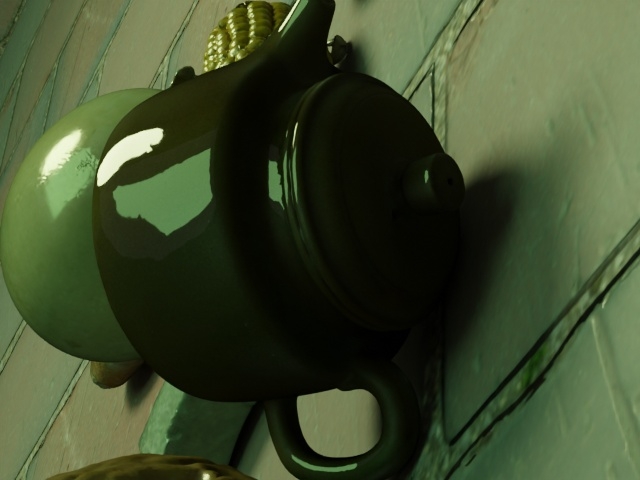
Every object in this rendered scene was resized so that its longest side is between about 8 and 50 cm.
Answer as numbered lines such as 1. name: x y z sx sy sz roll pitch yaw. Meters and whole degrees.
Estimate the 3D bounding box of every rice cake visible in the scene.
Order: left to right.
1. rice cake: -0.067 0.087 1.344 0.069 0.063 0.206 -106 38 -61

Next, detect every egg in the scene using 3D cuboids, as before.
1. egg: -0.151 -0.008 1.510 0.253 0.186 0.186 123 159 -45

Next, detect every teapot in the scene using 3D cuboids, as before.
1. teapot: 0.000 0.000 1.055 0.175 0.185 0.268 -15 86 37

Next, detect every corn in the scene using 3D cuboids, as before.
1. corn: -0.028 -0.067 1.338 0.293 0.106 0.106 -97 30 -53

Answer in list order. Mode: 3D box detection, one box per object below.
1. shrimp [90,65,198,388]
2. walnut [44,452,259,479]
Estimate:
1. shrimp: -0.143 -0.013 1.705 0.168 0.077 0.317 -98 28 -64
2. walnut: -0.082 0.202 1.003 0.213 0.213 0.213 -161 90 -74
